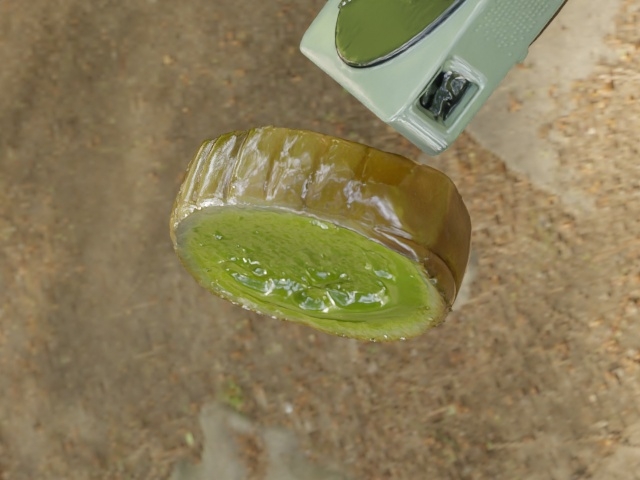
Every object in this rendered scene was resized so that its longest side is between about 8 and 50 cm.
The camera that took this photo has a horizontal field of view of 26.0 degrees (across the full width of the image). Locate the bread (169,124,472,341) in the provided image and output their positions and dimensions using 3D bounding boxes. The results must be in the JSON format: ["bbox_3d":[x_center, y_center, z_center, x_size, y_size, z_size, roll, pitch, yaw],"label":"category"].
[{"bbox_3d":[0.000,0.000,1.037,0.236,0.236,0.070,-12,52,46],"label":"bread"}]

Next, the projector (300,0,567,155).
[{"bbox_3d":[0.111,-0.201,1.006,0.257,0.079,0.259,-52,25,7],"label":"projector"}]
